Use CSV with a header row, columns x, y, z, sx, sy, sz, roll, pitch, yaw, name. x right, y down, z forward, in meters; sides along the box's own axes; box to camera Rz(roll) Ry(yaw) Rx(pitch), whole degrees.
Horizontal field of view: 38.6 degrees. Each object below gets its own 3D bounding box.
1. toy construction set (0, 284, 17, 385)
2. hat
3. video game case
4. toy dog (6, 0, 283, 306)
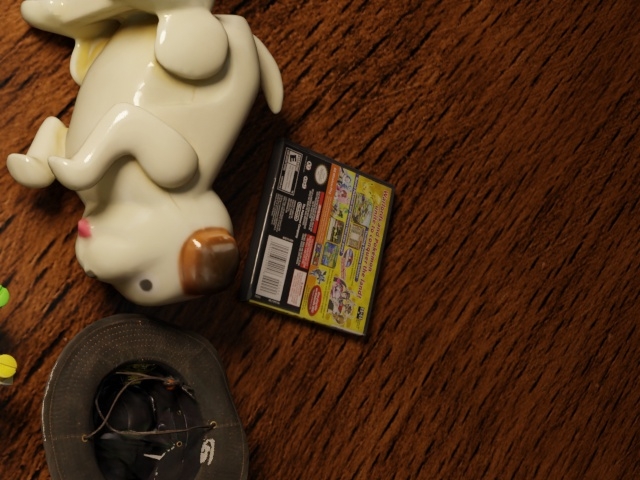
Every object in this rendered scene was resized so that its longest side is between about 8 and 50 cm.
x,y,z,sx,sy,sz,roll,pitch,yaw,name
-0.507,0.076,1.072,0.328,0.151,0.215,37,50,-45,toy construction set
-0.261,0.274,1.264,0.331,0.134,0.331,20,58,-35,hat
0.000,0.000,1.525,0.248,0.035,0.274,20,76,-33,video game case
-0.229,-0.114,1.250,0.395,0.285,0.407,5,87,-54,toy dog
